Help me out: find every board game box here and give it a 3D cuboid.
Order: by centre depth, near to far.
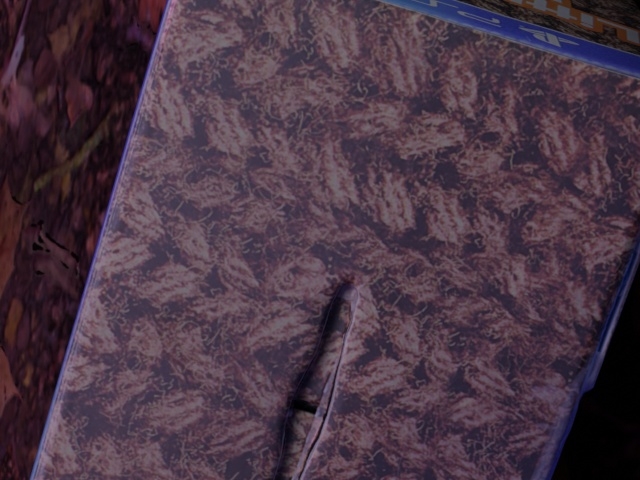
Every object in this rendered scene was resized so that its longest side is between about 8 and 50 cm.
[{"bbox_3d":[0.000,0.000,0.668,0.291,0.141,0.232,-89,17,-71],"label":"board game box"}]
